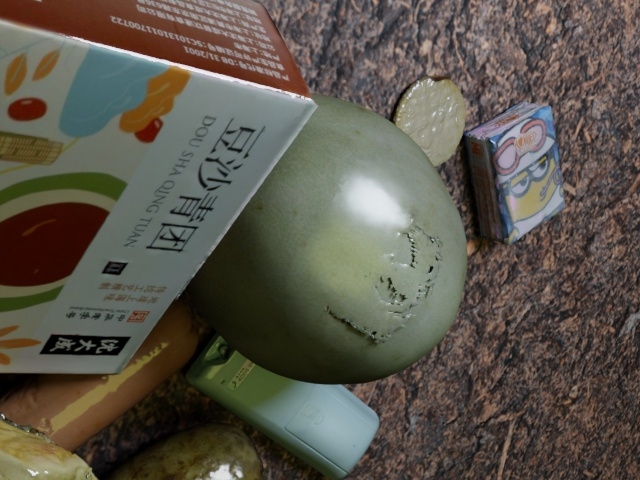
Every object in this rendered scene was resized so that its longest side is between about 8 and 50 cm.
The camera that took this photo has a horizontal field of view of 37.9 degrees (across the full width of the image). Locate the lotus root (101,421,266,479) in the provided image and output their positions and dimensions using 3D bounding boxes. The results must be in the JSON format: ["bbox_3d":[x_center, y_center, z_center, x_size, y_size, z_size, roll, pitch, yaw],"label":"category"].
[{"bbox_3d":[-0.168,0.289,0.964,0.260,0.128,0.145,-30,133,-25],"label":"lotus root"}]

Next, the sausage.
[{"bbox_3d":[-0.239,0.152,0.888,0.289,0.086,0.086,-37,125,-25],"label":"sausage"}]

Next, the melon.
[{"bbox_3d":[0.000,0.000,0.903,0.268,0.268,0.330,-54,133,-11],"label":"melon"}]

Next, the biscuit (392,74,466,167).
[{"bbox_3d":[0.132,-0.141,1.123,0.120,0.015,0.120,-14,114,-35],"label":"biscuit"}]

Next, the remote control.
[{"bbox_3d":[-0.030,0.189,1.088,0.103,0.051,0.293,-54,129,-9],"label":"remote control"}]

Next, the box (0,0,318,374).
[{"bbox_3d":[-0.257,-0.051,0.676,0.385,0.122,0.344,8,133,-39],"label":"box"}]

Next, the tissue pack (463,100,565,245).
[{"bbox_3d":[0.252,-0.086,1.204,0.115,0.065,0.155,-31,123,-27],"label":"tissue pack"}]

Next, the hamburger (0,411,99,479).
[{"bbox_3d":[-0.303,0.193,0.742,0.262,0.131,0.124,26,88,2],"label":"hamburger"}]
